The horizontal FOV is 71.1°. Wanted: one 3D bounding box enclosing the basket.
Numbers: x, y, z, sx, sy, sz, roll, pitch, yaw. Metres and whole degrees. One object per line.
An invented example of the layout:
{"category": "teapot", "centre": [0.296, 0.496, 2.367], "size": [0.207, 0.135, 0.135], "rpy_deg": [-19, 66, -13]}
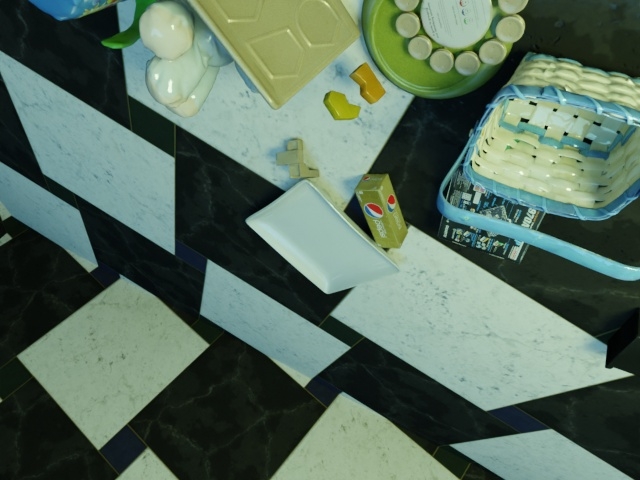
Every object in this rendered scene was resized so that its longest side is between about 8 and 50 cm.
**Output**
{"category": "basket", "centre": [0.321, -0.102, 0.603], "size": [0.255, 0.288, 0.201], "rpy_deg": [24, 147, 15]}

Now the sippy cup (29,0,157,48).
{"category": "sippy cup", "centre": [-0.395, -0.493, 0.744], "size": [0.240, 0.224, 0.305], "rpy_deg": [-8, 131, 46]}

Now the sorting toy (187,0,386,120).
{"category": "sorting toy", "centre": [-0.038, -0.305, 0.683], "size": [0.307, 0.229, 0.041], "rpy_deg": [50, 156, -21]}

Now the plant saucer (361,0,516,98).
{"category": "plant saucer", "centre": [0.167, -0.315, 0.684], "size": [0.241, 0.037, 0.240], "rpy_deg": [22, 145, 16]}

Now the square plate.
{"category": "square plate", "centre": [0.000, 0.000, 1.229], "size": [0.347, 0.049, 0.344], "rpy_deg": [43, 145, -16]}

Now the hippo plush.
{"category": "hippo plush", "centre": [-0.152, -0.335, 0.784], "size": [0.237, 0.294, 0.234], "rpy_deg": [8, 148, -6]}

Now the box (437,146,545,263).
{"category": "box", "centre": [0.333, -0.062, 0.867], "size": [0.175, 0.051, 0.220], "rpy_deg": [19, 145, 19]}

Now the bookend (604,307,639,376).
{"category": "bookend", "centre": [0.708, 0.232, 0.926], "size": [0.157, 0.072, 0.156], "rpy_deg": [18, 146, 20]}

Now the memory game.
{"category": "memory game", "centre": [0.189, -0.314, 0.620], "size": [0.186, 0.012, 0.186], "rpy_deg": [22, 147, 15]}

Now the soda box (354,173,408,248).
{"category": "soda box", "centre": [0.141, -0.064, 1.018], "size": [0.061, 0.058, 0.181], "rpy_deg": [5, 139, 35]}

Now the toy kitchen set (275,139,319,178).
{"category": "toy kitchen set", "centre": [-0.054, -0.186, 1.045], "size": [0.068, 0.075, 0.083], "rpy_deg": [0, 95, 36]}
